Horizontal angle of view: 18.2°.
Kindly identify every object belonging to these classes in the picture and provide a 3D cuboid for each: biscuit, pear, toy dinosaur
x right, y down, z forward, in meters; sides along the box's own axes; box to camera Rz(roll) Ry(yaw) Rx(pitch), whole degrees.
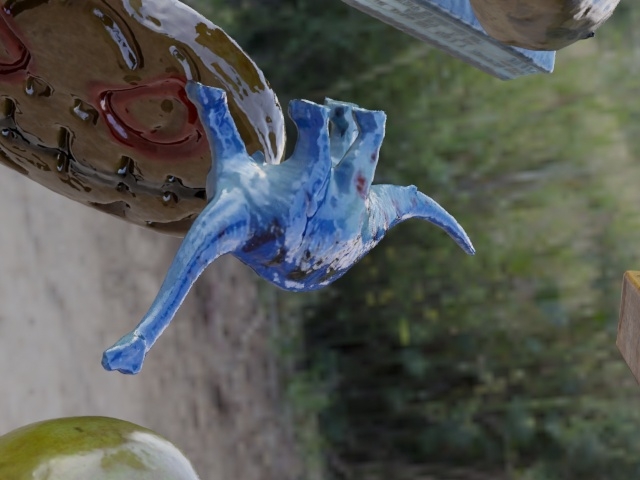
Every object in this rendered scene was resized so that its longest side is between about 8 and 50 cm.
[{"bbox_3d":[-0.195,-0.131,1.523,0.063,0.367,0.314,-61,176,-31],"label":"biscuit"},{"bbox_3d":[-0.181,0.223,1.466,0.200,0.200,0.200,-6,90,-79],"label":"pear"},{"bbox_3d":[-0.007,-0.027,1.146,0.329,0.076,0.144,-18,111,-49],"label":"toy dinosaur"}]

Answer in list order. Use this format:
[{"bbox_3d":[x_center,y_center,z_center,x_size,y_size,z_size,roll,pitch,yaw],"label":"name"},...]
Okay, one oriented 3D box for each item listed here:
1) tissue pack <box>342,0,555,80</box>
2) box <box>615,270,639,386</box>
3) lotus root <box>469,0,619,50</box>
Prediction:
[{"bbox_3d":[0.118,-0.268,1.766,0.257,0.081,0.185,21,69,-46],"label":"tissue pack"},{"bbox_3d":[0.343,0.085,1.633,0.274,0.174,0.076,-74,168,-82],"label":"box"},{"bbox_3d":[0.150,-0.257,1.457,0.291,0.193,0.193,83,7,-59],"label":"lotus root"}]
